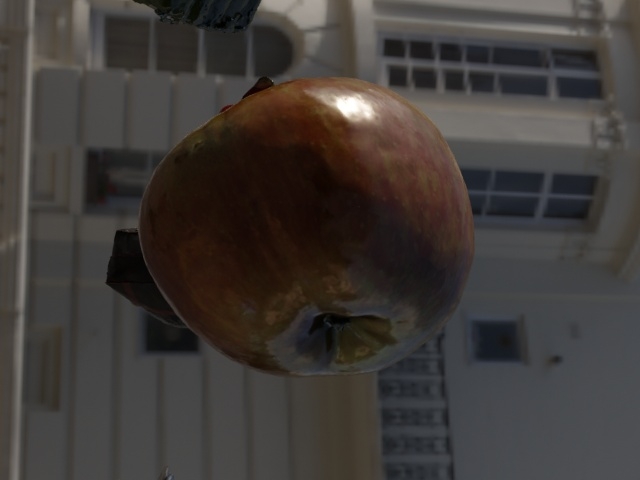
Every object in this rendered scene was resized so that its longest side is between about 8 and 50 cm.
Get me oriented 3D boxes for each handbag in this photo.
[{"bbox_3d":[-0.228,0.058,1.934,0.215,0.169,0.155,47,50,-61],"label":"handbag"}]

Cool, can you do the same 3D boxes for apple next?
[{"bbox_3d":[0.000,0.000,1.084,0.250,0.309,0.277,63,-33,12],"label":"apple"}]

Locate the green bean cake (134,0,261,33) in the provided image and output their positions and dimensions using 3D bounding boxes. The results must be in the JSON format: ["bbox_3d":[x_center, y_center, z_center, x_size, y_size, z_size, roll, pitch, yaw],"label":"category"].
[{"bbox_3d":[-0.205,-0.406,1.433,0.218,0.319,0.335,-61,173,15],"label":"green bean cake"}]

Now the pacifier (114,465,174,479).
[{"bbox_3d":[-0.201,0.287,1.341,0.081,0.078,0.099,119,-6,-46],"label":"pacifier"}]

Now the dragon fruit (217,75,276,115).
[{"bbox_3d":[-0.037,-0.061,1.417,0.210,0.205,0.268,40,-3,22],"label":"dragon fruit"}]
